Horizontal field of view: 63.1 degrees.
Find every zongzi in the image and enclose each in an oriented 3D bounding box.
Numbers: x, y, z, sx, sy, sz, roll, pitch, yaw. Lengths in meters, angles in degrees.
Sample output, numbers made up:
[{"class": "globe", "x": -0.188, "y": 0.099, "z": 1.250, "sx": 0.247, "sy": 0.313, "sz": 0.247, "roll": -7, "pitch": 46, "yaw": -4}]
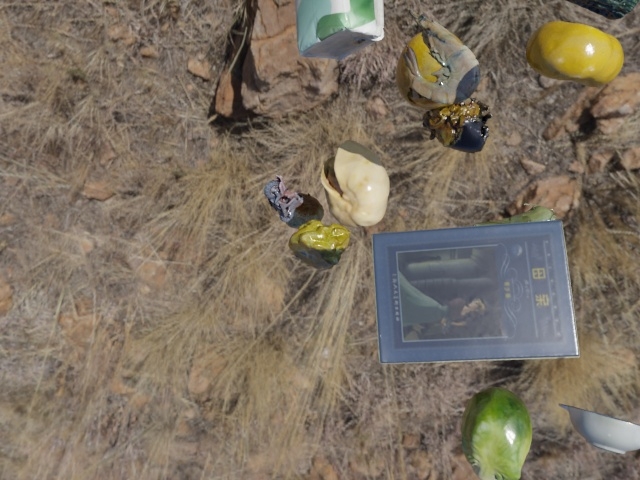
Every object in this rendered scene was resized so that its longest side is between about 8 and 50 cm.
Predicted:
[{"class": "zongzi", "x": 0.334, "y": -0.033, "z": 0.886, "sx": 0.119, "sy": 0.055, "sz": 0.109, "roll": 34, "pitch": 104, "yaw": -25}]

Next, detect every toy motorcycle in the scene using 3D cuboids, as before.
[{"class": "toy motorcycle", "x": -0.127, "y": -0.155, "z": 1.839, "sx": 0.118, "sy": 0.084, "sz": 0.212, "roll": -47, "pitch": 146, "yaw": -12}]

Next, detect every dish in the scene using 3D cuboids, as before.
[{"class": "dish", "x": 0.771, "y": 0.515, "z": 1.392, "sx": 0.228, "sy": 0.086, "sz": 0.236, "roll": 23, "pitch": 168, "yaw": -39}]

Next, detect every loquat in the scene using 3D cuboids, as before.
[{"class": "loquat", "x": 0.394, "y": -0.584, "z": 1.782, "sx": 0.274, "sy": 0.275, "sz": 0.275, "roll": -4, "pitch": 133, "yaw": -4}]

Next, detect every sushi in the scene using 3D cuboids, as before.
[{"class": "sushi", "x": 0.506, "y": -0.440, "z": 1.943, "sx": 0.204, "sy": 0.213, "sz": 0.200, "roll": 7, "pitch": 107, "yaw": -19}]

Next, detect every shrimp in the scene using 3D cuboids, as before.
[{"class": "shrimp", "x": 0.262, "y": -0.419, "z": 1.220, "sx": 0.145, "sy": 0.254, "sz": 0.059, "roll": -47, "pitch": 164, "yaw": 19}]

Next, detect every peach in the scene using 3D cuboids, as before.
[{"class": "peach", "x": 0.474, "y": -0.352, "z": 0.980, "sx": 0.179, "sy": 0.179, "sz": 0.103, "roll": 10, "pitch": 120, "yaw": -17}]

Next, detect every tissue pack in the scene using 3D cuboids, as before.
[{"class": "tissue pack", "x": 0.049, "y": -0.755, "z": 1.570, "sx": 0.193, "sy": 0.266, "sz": 0.357, "roll": -5, "pitch": 93, "yaw": -33}]

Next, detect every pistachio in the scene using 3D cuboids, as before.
[{"class": "pistachio", "x": 0.118, "y": -0.187, "z": 1.718, "sx": 0.238, "sy": 0.321, "sz": 0.229, "roll": 22, "pitch": 134, "yaw": -37}]

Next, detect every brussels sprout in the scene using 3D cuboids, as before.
[{"class": "brussels sprout", "x": 0.298, "y": 0.327, "z": 0.888, "sx": 0.117, "sy": 0.155, "sz": 0.155, "roll": 21, "pitch": 139, "yaw": 25}]

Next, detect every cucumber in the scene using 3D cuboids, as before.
[{"class": "cucumber", "x": 0.314, "y": -0.335, "z": 0.662, "sx": 0.187, "sy": 0.058, "sz": 0.058, "roll": 17, "pitch": 129, "yaw": -8}]

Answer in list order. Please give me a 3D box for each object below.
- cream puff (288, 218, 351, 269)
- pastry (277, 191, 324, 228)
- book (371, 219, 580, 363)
[{"class": "cream puff", "x": 0.000, "y": 0.000, "z": 1.326, "sx": 0.146, "sy": 0.116, "sz": 0.146, "roll": 28, "pitch": 155, "yaw": 14}, {"class": "pastry", "x": -0.083, "y": -0.129, "z": 2.205, "sx": 0.182, "sy": 0.192, "sz": 0.093, "roll": -17, "pitch": 138, "yaw": -35}, {"class": "book", "x": 0.211, "y": 0.074, "z": 0.739, "sx": 0.269, "sy": 0.191, "sz": 0.025, "roll": -4, "pitch": 170, "yaw": 10}]
